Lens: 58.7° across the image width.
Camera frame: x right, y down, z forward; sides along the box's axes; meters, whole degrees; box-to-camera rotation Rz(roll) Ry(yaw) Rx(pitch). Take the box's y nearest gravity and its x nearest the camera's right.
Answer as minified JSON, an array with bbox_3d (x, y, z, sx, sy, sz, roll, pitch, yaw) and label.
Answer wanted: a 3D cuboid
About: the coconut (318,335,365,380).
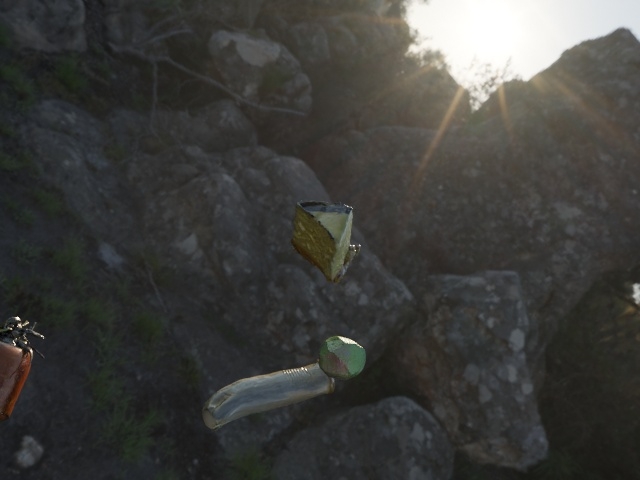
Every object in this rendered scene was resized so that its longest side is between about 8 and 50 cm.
[{"bbox_3d":[0.036,0.213,1.029,0.082,0.083,0.081,56,-20,5],"label":"coconut"}]

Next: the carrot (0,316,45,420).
[{"bbox_3d":[-0.950,0.375,1.647,0.193,0.214,0.331,33,62,-43],"label":"carrot"}]

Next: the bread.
[{"bbox_3d":[0.000,0.000,1.198,0.152,0.147,0.127,16,44,15],"label":"bread"}]

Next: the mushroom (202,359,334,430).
[{"bbox_3d":[-0.123,0.379,1.418,0.122,0.351,0.095,22,-58,63],"label":"mushroom"}]
